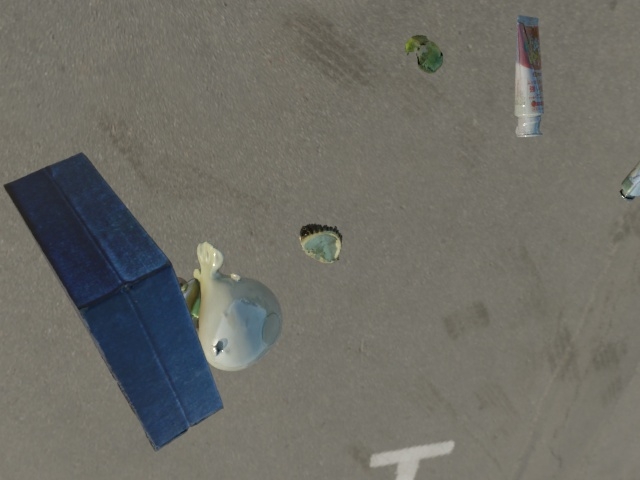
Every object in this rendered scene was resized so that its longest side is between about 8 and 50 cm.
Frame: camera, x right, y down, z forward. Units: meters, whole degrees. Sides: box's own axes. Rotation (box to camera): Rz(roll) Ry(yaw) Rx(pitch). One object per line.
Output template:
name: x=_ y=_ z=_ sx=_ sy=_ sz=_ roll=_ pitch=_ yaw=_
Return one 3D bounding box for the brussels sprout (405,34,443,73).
brussels sprout: x=0.177 y=-0.327 z=1.039 sx=0.046 sy=0.083 sz=0.051 roll=-16 pitch=145 yaw=-34

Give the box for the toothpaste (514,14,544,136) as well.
toothpaste: x=0.418 y=-0.328 z=1.209 sx=0.089 sy=0.057 sz=0.234 roll=-15 pitch=104 yaw=-44

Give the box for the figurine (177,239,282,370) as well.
figurine: x=-0.273 y=0.121 z=1.322 sx=0.394 sy=0.227 sz=0.274 roll=13 pitch=112 yaw=25

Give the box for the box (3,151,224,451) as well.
box: x=-0.250 y=0.070 z=0.744 sx=0.116 sy=0.279 sz=0.261 roll=-28 pitch=136 yaw=-23

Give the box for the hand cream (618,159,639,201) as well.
hand cream: x=0.854 y=-0.208 z=1.536 sx=0.091 sy=0.058 sz=0.271 roll=-46 pitch=160 yaw=-37

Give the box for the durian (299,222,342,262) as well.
durian: x=0.008 y=0.002 z=1.125 sx=0.052 sy=0.066 sz=0.130 roll=-4 pitch=158 yaw=35
